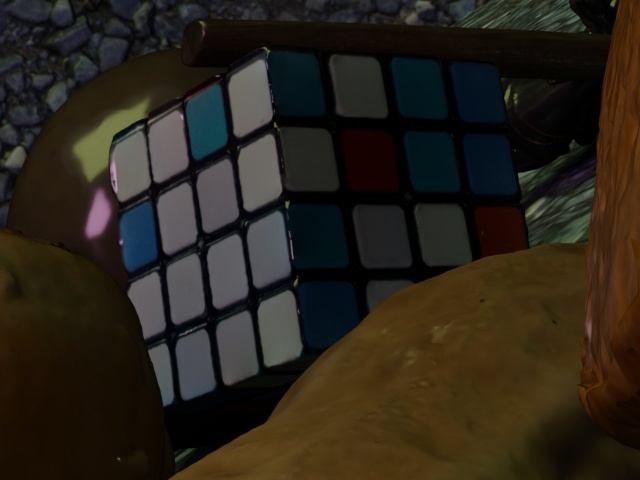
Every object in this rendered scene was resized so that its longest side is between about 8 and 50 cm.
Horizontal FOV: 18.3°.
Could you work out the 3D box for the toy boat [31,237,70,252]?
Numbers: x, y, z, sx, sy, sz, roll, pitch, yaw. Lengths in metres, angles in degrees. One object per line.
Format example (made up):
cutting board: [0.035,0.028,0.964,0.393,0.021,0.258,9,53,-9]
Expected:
toy boat: [-0.118,0.087,1.037,0.064,0.206,0.072,-40,-27,21]

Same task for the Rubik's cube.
Rubik's cube: [0.000,0.000,1.002,0.151,0.154,0.155,1,-16,-38]

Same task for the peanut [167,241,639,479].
peanut: [0.032,0.095,0.591,0.149,0.149,0.313,-27,7,44]

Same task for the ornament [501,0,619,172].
ornament: [0.206,-0.132,1.271,0.202,0.080,0.236,-31,-8,-33]

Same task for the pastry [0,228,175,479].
pastry: [-0.196,0.131,0.768,0.316,0.184,0.284,-19,-29,-23]

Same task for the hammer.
hammer: [0.100,-0.100,1.060,0.365,0.043,0.111,0,-15,-25]

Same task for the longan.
longan: [-0.081,0.008,1.197,0.248,0.248,0.248,-34,8,5]

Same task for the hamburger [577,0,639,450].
hamburger: [0.182,-0.048,0.402,0.268,0.287,0.445,8,15,6]
